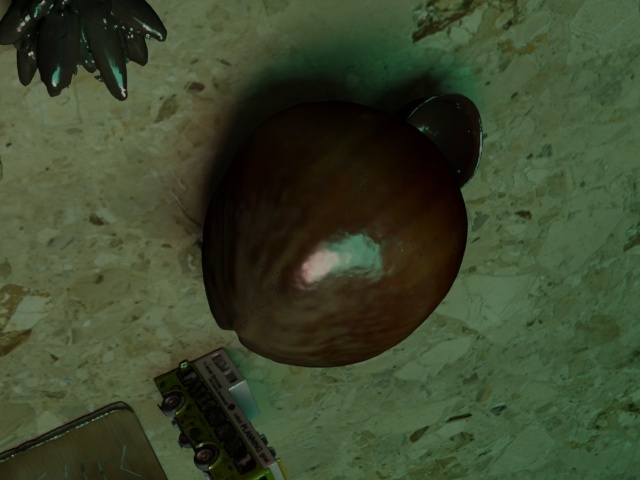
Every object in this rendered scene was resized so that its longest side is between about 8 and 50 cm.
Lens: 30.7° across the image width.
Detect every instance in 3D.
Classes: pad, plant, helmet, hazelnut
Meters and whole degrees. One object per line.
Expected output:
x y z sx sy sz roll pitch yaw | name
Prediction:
-0.411 0.415 1.964 0.284 0.018 0.286 -24 133 -9 | pad
-0.298 -0.310 1.322 0.182 0.194 0.320 -28 129 -30 | plant
0.153 -0.154 1.737 0.155 0.106 0.175 -6 121 -24 | helmet
0.000 0.000 1.613 0.359 0.359 0.409 2 144 -28 | hazelnut

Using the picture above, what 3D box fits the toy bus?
-0.146 0.304 1.822 0.139 0.301 0.113 -29 130 -12 | toy bus

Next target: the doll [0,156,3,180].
-0.530 -0.101 1.425 0.278 0.119 0.154 -20 106 -27 | doll
